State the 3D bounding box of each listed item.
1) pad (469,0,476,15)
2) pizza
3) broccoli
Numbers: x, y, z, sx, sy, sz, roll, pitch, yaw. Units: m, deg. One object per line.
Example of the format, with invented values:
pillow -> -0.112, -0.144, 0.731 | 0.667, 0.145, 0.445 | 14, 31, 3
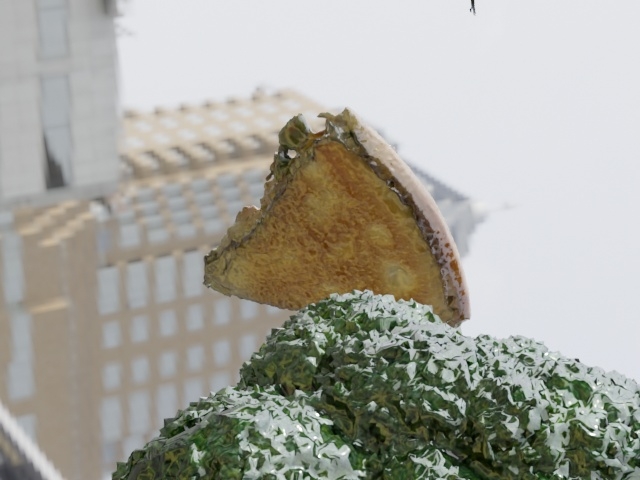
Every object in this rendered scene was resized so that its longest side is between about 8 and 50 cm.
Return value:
pad -> 0.093, -0.258, 1.110 | 0.116, 0.004, 0.193 | 64, 22, -75
pizza -> 0.000, 0.000, 1.121 | 0.195, 0.052, 0.185 | -15, -66, 36
broccoli -> 0.055, 0.174, 0.726 | 0.321, 0.304, 0.283 | 40, -67, 30
